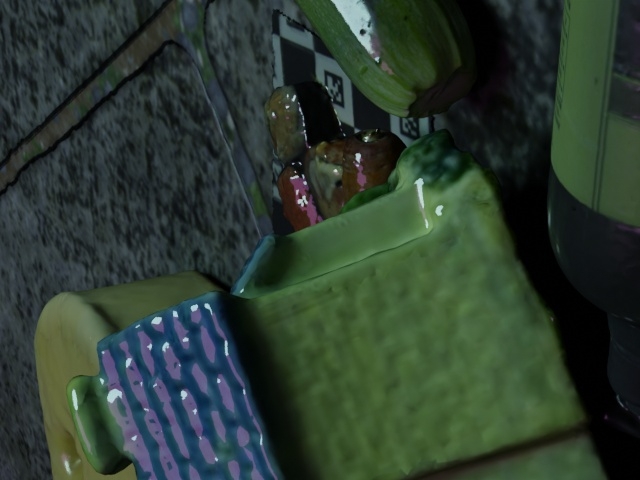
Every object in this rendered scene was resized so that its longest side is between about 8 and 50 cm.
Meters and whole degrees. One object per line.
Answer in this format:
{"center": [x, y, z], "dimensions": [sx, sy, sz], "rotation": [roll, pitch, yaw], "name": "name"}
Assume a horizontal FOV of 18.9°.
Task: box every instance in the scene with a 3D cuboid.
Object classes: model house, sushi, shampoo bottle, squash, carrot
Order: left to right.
{"center": [-0.003, -0.155, 0.854], "dimensions": [0.229, 0.066, 0.066], "rotation": [61, 150, 16], "name": "squash"}
{"center": [0.000, 0.000, 0.973], "dimensions": [0.139, 0.031, 0.201], "rotation": [38, 137, 45], "name": "sushi"}
{"center": [0.005, 0.088, 0.797], "dimensions": [0.195, 0.189, 0.214], "rotation": [164, 84, -82], "name": "model house"}
{"center": [0.040, 0.021, 0.909], "dimensions": [0.036, 0.036, 0.165], "rotation": [25, 137, 53], "name": "carrot"}
{"center": [0.129, -0.045, 0.650], "dimensions": [0.101, 0.101, 0.283], "rotation": [40, 139, 44], "name": "shampoo bottle"}

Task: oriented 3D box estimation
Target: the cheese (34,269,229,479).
{"center": [-0.053, 0.241, 1.074], "dimensions": [0.384, 0.104, 0.383], "rotation": [29, 123, 57], "name": "cheese"}
